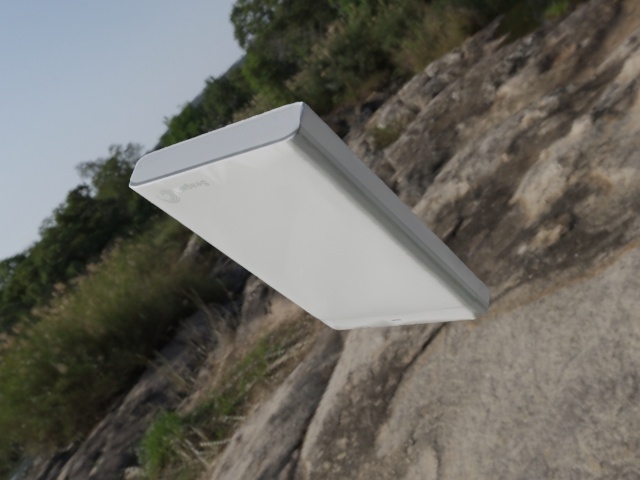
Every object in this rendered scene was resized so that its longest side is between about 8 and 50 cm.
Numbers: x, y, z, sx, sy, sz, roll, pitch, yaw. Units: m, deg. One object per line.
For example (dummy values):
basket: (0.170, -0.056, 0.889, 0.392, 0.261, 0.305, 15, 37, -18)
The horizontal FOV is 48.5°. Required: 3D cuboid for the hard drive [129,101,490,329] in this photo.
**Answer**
hard drive: (0.000, 0.000, 0.677, 0.203, 0.307, 0.040, -11, 54, 38)
